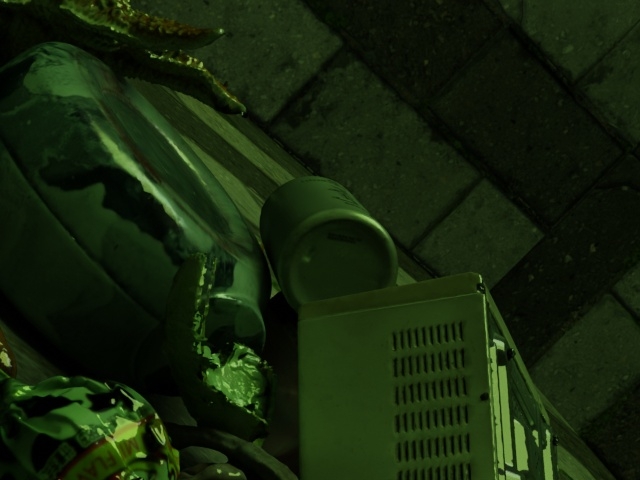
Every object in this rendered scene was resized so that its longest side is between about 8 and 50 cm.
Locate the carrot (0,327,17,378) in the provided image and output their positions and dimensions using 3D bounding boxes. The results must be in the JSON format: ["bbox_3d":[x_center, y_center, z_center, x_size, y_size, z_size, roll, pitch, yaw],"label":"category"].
[{"bbox_3d":[-0.220,0.025,1.095,0.047,0.047,0.191,38,9,-46],"label":"carrot"}]

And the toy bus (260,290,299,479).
[{"bbox_3d":[0.034,0.137,1.515,0.127,0.147,0.303,45,5,29],"label":"toy bus"}]

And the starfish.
[{"bbox_3d":[-0.226,-0.168,1.365,0.347,0.078,0.358,4,-16,16],"label":"starfish"}]

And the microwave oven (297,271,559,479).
[{"bbox_3d":[0.085,0.162,1.254,0.240,0.145,0.194,59,22,-56],"label":"microwave oven"}]

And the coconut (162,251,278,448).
[{"bbox_3d":[-0.066,0.080,1.150,0.133,0.055,0.158,-101,171,-48],"label":"coconut"}]

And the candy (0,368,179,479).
[{"bbox_3d":[-0.186,0.058,0.973,0.305,0.091,0.083,40,-25,33],"label":"candy"}]

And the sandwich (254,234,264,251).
[{"bbox_3d":[-0.155,0.038,1.577,0.117,0.144,0.187,45,42,8],"label":"sandwich"}]

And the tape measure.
[{"bbox_3d":[-0.151,-0.006,1.295,0.275,0.147,0.256,47,7,-18],"label":"tape measure"}]

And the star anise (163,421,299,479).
[{"bbox_3d":[-0.034,0.181,1.058,0.231,0.089,0.209,48,6,18],"label":"star anise"}]

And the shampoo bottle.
[{"bbox_3d":[0.000,0.000,1.375,0.085,0.085,0.262,43,3,-10],"label":"shampoo bottle"}]
